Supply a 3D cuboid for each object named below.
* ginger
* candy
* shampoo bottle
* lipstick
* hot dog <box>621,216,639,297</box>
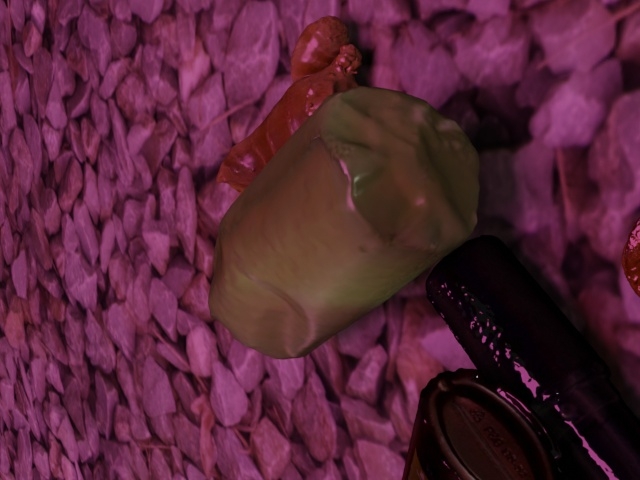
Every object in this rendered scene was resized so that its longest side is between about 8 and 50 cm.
[{"bbox_3d":[-0.014,-0.097,0.880,0.115,0.081,0.205,43,125,15],"label":"ginger"},{"bbox_3d":[0.000,0.000,0.803,0.343,0.142,0.132,135,138,-59],"label":"candy"},{"bbox_3d":[0.103,0.241,0.744,0.129,0.084,0.323,52,151,34],"label":"shampoo bottle"},{"bbox_3d":[0.181,0.123,0.685,0.299,0.081,0.081,57,137,28],"label":"lipstick"},{"bbox_3d":[0.232,0.010,0.631,0.058,0.035,0.083,35,124,46],"label":"hot dog"}]
